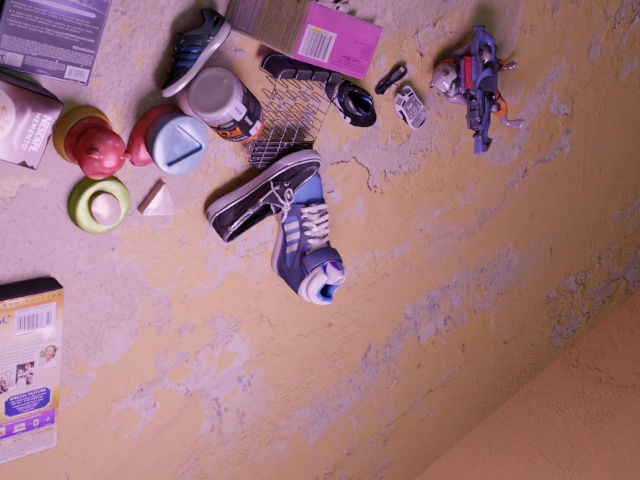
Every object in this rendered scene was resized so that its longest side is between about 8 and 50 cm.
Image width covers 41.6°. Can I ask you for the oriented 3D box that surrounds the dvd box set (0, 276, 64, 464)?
[{"bbox_3d":[-0.691,0.293,1.740,0.308,0.062,0.420,-12,124,-39],"label":"dvd box set"}]

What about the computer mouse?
[{"bbox_3d":[0.216,-0.364,2.203,0.106,0.042,0.193,-51,134,-13],"label":"computer mouse"}]

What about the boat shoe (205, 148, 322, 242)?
[{"bbox_3d":[-0.113,-0.100,1.963,0.306,0.105,0.113,-30,156,-16],"label":"boat shoe"}]

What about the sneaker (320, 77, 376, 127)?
[{"bbox_3d":[0.097,-0.318,2.054,0.079,0.121,0.217,-56,139,2],"label":"sneaker"}]

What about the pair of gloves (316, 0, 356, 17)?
[{"bbox_3d":[0.065,-0.520,1.954,0.204,0.042,0.240,-11,124,-39],"label":"pair of gloves"}]

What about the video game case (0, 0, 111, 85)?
[{"bbox_3d":[-0.471,-0.427,1.511,0.196,0.026,0.274,5,111,-46],"label":"video game case"}]

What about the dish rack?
[{"bbox_3d":[-0.072,-0.291,1.941,0.208,0.074,0.271,-4,128,-41],"label":"dish rack"}]

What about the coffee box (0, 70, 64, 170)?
[{"bbox_3d":[-0.593,-0.231,1.463,0.247,0.098,0.141,16,104,-48],"label":"coffee box"}]

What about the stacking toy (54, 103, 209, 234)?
[{"bbox_3d":[-0.369,-0.130,1.722,0.309,0.130,0.279,-14,124,-37],"label":"stacking toy"}]

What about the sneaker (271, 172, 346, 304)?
[{"bbox_3d":[0.000,0.000,2.079,0.130,0.236,0.322,-9,121,-41],"label":"sneaker"}]

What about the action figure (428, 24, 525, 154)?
[{"bbox_3d":[0.417,-0.386,2.286,0.330,0.179,0.341,10,83,-42],"label":"action figure"}]

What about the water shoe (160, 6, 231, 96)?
[{"bbox_3d":[-0.271,-0.384,1.715,0.080,0.073,0.203,41,86,-20],"label":"water shoe"}]

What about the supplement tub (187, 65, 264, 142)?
[{"bbox_3d":[-0.193,-0.279,1.779,0.117,0.117,0.190,-55,159,-1],"label":"supplement tub"}]

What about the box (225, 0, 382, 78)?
[{"bbox_3d":[-0.039,-0.443,1.749,0.214,0.243,0.117,5,112,-46],"label":"box"}]
